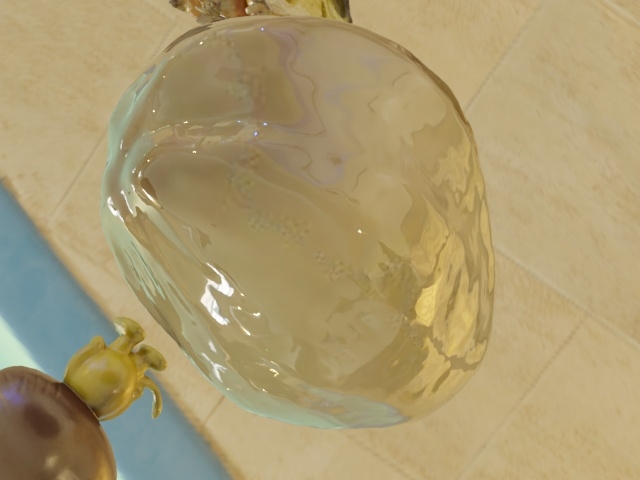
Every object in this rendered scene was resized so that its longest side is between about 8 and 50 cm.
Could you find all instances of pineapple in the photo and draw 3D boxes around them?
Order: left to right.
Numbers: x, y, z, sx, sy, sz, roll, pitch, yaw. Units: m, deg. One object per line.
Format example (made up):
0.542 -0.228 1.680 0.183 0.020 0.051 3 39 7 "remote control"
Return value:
-0.053 -0.264 1.429 0.236 0.186 0.114 37 135 -19 "pineapple"

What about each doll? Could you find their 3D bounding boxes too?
-0.198 0.153 1.016 0.096 0.188 0.145 12 121 46 "doll"

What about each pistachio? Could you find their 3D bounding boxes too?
0.000 0.000 0.787 0.226 0.208 0.332 -31 130 3 "pistachio"
